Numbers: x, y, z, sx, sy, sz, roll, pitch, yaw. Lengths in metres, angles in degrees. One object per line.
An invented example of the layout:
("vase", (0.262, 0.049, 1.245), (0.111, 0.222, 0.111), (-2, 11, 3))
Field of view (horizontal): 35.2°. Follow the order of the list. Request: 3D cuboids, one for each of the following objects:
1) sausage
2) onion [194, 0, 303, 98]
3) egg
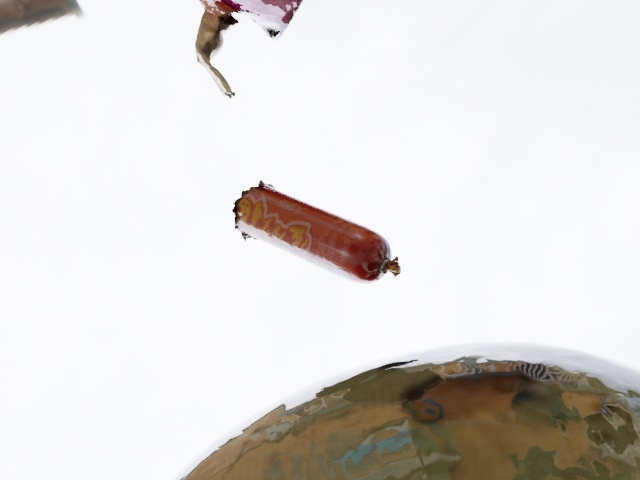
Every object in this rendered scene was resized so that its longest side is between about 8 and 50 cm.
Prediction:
("sausage", (0.000, 0.000, 0.729), (0.145, 0.048, 0.050), (24, -84, 37))
("onion", (-0.085, -0.346, 1.022), (0.230, 0.256, 0.272), (35, -108, -10))
("egg", (0.081, 0.233, 0.579), (0.428, 0.345, 0.345), (-5, -113, -5))
